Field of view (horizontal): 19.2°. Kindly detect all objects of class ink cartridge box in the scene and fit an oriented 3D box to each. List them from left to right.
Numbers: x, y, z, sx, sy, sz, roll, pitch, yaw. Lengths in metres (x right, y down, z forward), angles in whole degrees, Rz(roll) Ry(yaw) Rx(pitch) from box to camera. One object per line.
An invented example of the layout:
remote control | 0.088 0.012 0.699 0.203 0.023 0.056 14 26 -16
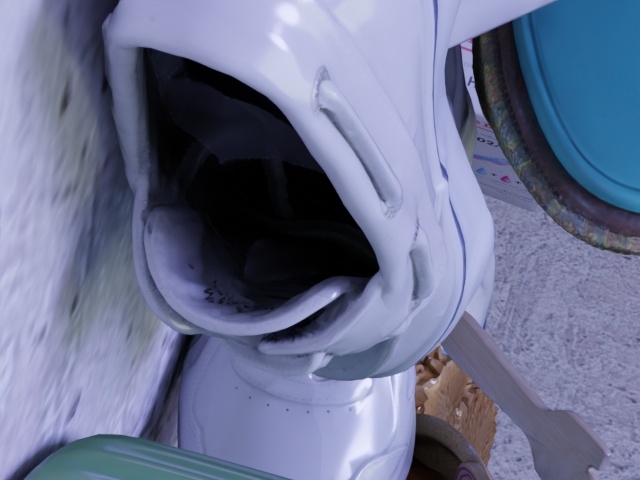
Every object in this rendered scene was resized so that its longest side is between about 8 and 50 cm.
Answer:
ink cartridge box | 0.108 -0.087 1.198 0.181 0.104 0.062 89 22 -73

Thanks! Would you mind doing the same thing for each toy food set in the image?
toy food set | 0.027 0.126 0.690 0.132 0.038 0.192 48 -57 53

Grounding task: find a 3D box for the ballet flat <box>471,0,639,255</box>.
ballet flat | 0.109 -0.121 0.766 0.123 0.123 0.349 101 -8 -57

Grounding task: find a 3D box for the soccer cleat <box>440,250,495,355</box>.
soccer cleat | 0.066 0.045 1.199 0.331 0.116 0.143 81 30 -78

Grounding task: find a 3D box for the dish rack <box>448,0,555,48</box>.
dish rack | 0.112 -0.218 0.552 0.333 0.072 0.286 -29 144 -49

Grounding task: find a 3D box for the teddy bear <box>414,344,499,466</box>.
teddy bear | -0.032 0.195 0.866 0.245 0.113 0.338 22 85 -65

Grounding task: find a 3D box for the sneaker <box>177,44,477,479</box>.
sneaker | 0.000 0.000 0.664 0.115 0.090 0.232 88 13 -58

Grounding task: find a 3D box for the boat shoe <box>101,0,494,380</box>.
boat shoe | -0.013 -0.012 0.470 0.258 0.095 0.084 76 38 -62

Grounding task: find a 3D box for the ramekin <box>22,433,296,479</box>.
ramekin | -0.047 0.200 0.508 0.303 0.148 0.303 20 90 -85
